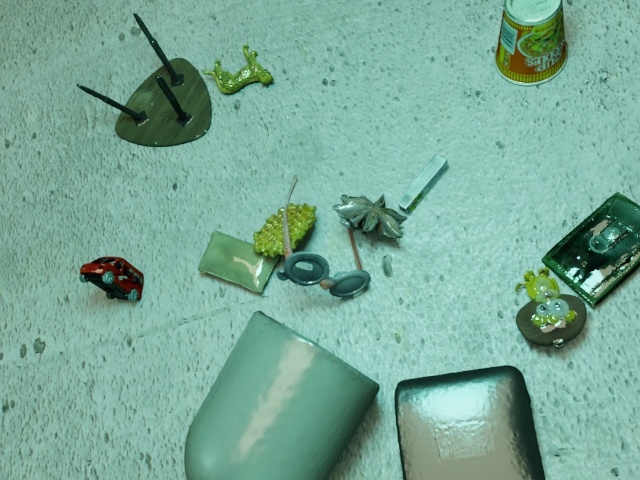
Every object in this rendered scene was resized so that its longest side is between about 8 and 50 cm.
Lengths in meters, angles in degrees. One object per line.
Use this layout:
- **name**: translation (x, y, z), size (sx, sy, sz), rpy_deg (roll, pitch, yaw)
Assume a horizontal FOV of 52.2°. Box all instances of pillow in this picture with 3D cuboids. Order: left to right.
- **pillow**: translation (-0.214, 0.053, 1.670), size (0.208, 0.053, 0.119), rpy_deg (18, 77, 19)

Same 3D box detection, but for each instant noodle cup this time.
- **instant noodle cup**: translation (0.515, -0.519, 1.597), size (0.193, 0.212, 0.193), rpy_deg (-6, 67, 14)

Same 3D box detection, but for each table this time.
- **table**: translation (-0.474, -0.434, 1.833), size (0.317, 0.249, 0.317), rpy_deg (-6, 67, 14)

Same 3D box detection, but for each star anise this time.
- **star anise**: translation (0.129, -0.054, 1.573), size (0.195, 0.182, 0.065), rpy_deg (41, 127, 38)

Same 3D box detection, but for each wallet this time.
- **wallet**: translation (0.628, 0.015, 1.440), size (0.236, 0.055, 0.160), rpy_deg (-41, 57, -2)

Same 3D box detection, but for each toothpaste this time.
- **toothpaste**: translation (0.252, -0.138, 1.613), size (0.034, 0.046, 0.164), rpy_deg (37, 83, 28)

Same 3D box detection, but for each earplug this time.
- **earplug**: translation (-0.103, 0.390, 1.368), size (0.312, 0.312, 0.394), rpy_deg (27, 81, 24)

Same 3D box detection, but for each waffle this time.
- **waffle**: translation (-0.092, -0.027, 1.628), size (0.191, 0.038, 0.191), rpy_deg (-22, 32, 15)

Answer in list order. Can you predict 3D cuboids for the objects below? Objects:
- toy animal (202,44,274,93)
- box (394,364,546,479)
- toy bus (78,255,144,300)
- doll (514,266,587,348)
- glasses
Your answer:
- **toy animal**: translation (-0.236, -0.473, 1.882), size (0.181, 0.073, 0.136), rpy_deg (-25, 71, 2)
- **box**: translation (0.304, 0.420, 1.359), size (0.288, 0.073, 0.290), rpy_deg (-11, 66, 11)
- **toy bus**: translation (-0.528, 0.090, 1.668), size (0.081, 0.195, 0.089), rpy_deg (1, 66, 17)
- **doll**: translation (0.481, 0.146, 1.409), size (0.145, 0.096, 0.188), rpy_deg (-30, 53, -5)
- **glasses**: translation (0.000, 0.000, 1.559), size (0.118, 0.234, 0.268), rpy_deg (-45, 40, 35)
